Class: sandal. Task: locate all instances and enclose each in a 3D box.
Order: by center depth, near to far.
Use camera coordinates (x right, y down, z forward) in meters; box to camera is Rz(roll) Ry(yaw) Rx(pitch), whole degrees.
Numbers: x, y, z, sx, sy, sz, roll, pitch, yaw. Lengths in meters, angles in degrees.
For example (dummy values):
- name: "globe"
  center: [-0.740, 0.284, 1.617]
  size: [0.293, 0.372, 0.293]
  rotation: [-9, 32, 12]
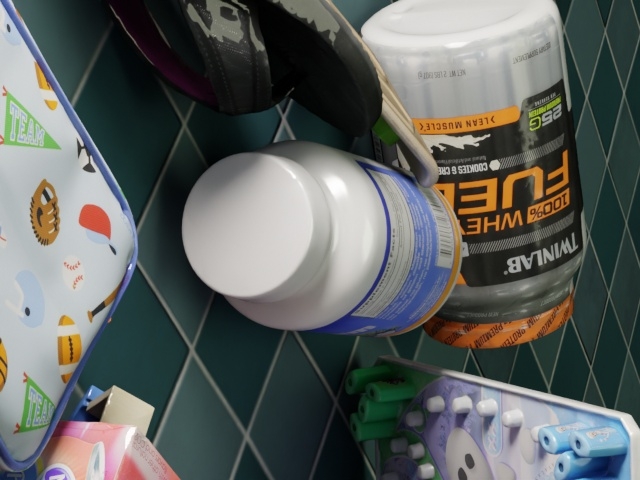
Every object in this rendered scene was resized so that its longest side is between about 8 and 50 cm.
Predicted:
- name: "sandal"
  center: [-0.106, -0.185, 1.335]
  size: [0.107, 0.167, 0.446]
  rotation: [-56, 139, -9]

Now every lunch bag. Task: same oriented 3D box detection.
- name: "lunch bag"
  center: [-0.223, -0.022, 1.100]
  size: [0.243, 0.115, 0.303]
  rotation: [-70, 148, -40]

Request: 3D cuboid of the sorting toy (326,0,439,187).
- name: "sorting toy"
  center: [0.017, -0.157, 1.567]
  size: [0.208, 0.038, 0.193]
  rotation: [53, 8, -38]

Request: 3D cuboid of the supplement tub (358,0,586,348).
- name: "supplement tub"
  center: [0.149, -0.069, 1.792]
  size: [0.193, 0.194, 0.316]
  rotation: [-46, 131, -55]

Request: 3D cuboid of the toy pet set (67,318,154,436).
- name: "toy pet set"
  center: [-0.174, 0.109, 1.291]
  size: [0.114, 0.065, 0.122]
  rotation: [32, 51, -20]

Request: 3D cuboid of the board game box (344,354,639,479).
- name: "board game box"
  center: [0.138, 0.316, 1.617]
  size: [0.050, 0.390, 0.390]
  rotation: [-6, 97, -29]

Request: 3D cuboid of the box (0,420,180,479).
- name: "box"
  center: [-0.142, 0.255, 1.236]
  size: [0.300, 0.142, 0.154]
  rotation: [61, 39, -47]

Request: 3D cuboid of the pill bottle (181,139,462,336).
- name: "pill bottle"
  center: [0.000, 0.000, 1.524]
  size: [0.272, 0.152, 0.152]
  rotation: [10, 82, -64]
